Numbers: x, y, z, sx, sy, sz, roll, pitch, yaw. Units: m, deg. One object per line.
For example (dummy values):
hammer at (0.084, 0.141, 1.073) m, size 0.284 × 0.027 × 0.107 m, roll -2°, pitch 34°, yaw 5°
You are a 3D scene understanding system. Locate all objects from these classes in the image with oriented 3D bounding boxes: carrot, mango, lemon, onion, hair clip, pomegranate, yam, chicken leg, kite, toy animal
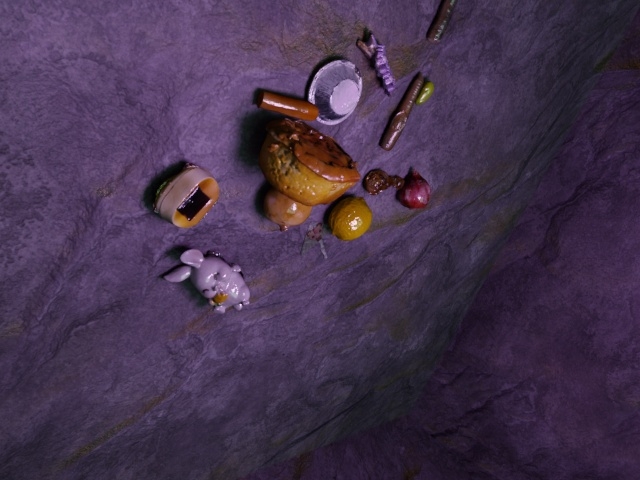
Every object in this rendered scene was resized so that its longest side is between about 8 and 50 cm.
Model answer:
carrot at (0.344, -0.534, 1.804) m, size 0.070 × 0.070 × 0.342 m, roll 12°, pitch 109°, yaw -45°
mango at (0.431, -0.615, 1.813) m, size 0.056 × 0.073 × 0.108 m, roll 32°, pitch 94°, yaw -19°
lemon at (0.127, -0.091, 1.848) m, size 0.193 × 0.181 × 0.180 m, roll -41°, pitch 141°, yaw -36°
onion at (0.448, -0.241, 2.048) m, size 0.159 × 0.159 × 0.195 m, roll -11°, pitch 110°, yaw -36°
carrot at (-0.100, -0.446, 1.452) m, size 0.225 × 0.067 × 0.067 m, roll 3°, pitch 117°, yaw -33°
hair clip at (0.223, -0.640, 1.612) m, size 0.292 × 0.084 × 0.106 m, roll 44°, pitch 43°, yaw -51°
pomegranate at (-0.121, -0.124, 1.606) m, size 0.196 × 0.196 × 0.196 m, roll -23°, pitch 132°, yaw -28°
yam at (0.491, -0.903, 1.670) m, size 0.061 × 0.061 × 0.274 m, roll 5°, pitch 115°, yaw -43°
chicken leg at (0.291, -0.261, 1.950) m, size 0.251 × 0.087 × 0.107 m, roll -8°, pitch 142°, yaw -46°
kite at (-0.001, -0.001, 1.928) m, size 0.229 × 0.012 × 0.250 m, roll -37°, pitch 138°, yaw -13°
toy animal at (-0.394, 0.147, 1.589) m, size 0.325 × 0.154 × 0.208 m, roll 30°, pitch 120°, yaw -28°

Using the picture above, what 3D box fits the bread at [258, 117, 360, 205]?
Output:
bread at (-0.043, -0.255, 1.457) m, size 0.204 × 0.337 × 0.358 m, roll -58°, pitch 160°, yaw 21°

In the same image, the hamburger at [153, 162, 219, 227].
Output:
hamburger at (-0.424, -0.141, 1.381) m, size 0.210 × 0.116 × 0.173 m, roll -52°, pitch 147°, yaw -5°

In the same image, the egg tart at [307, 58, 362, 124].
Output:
egg tart at (0.062, -0.518, 1.544) m, size 0.234 × 0.094 × 0.234 m, roll -22°, pitch 134°, yaw -25°
